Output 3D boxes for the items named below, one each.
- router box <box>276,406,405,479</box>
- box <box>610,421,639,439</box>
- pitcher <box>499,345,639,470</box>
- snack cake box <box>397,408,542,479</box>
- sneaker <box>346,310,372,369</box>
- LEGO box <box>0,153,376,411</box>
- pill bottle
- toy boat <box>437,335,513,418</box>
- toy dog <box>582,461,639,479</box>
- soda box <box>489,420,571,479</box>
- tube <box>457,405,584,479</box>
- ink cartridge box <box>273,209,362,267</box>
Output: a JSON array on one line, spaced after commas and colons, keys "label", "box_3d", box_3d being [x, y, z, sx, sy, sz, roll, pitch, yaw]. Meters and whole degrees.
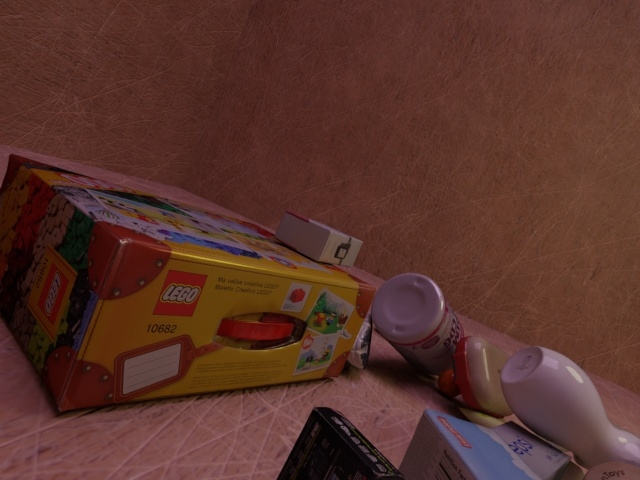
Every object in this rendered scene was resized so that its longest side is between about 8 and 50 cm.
[{"label": "router box", "box_3d": [0.005, 0.222, 0.384, 0.038, 0.122, 0.092, 26, 2, -38]}, {"label": "box", "box_3d": [0.704, 0.485, 0.891, 0.275, 0.094, 0.113, 25, 5, 29]}, {"label": "pitcher", "box_3d": [0.379, 0.278, 0.733, 0.207, 0.125, 0.178, 46, -28, -2]}, {"label": "snack cake box", "box_3d": [0.135, 0.266, 0.327, 0.089, 0.152, 0.264, 22, 5, -13]}, {"label": "sneaker", "box_3d": [0.058, 0.206, 0.985, 0.110, 0.107, 0.275, 6, -4, 11]}, {"label": "LEGO box", "box_3d": [-0.208, 0.065, 0.734, 0.372, 0.193, 0.500, 26, 6, 37]}, {"label": "pill bottle", "box_3d": [0.241, 0.207, 1.039, 0.160, 0.160, 0.283, 27, -15, 41]}, {"label": "toy boat", "box_3d": [0.332, 0.309, 0.986, 0.151, 0.151, 0.231, -21, -38, 34]}, {"label": "toy dog", "box_3d": [0.386, 0.353, 0.407, 0.220, 0.161, 0.334, 58, -34, -5]}, {"label": "soda box", "box_3d": [0.237, 0.318, 0.588, 0.098, 0.091, 0.286, 26, 6, 39]}, {"label": "tube", "box_3d": [0.354, 0.368, 0.814, 0.070, 0.062, 0.240, 67, -15, -13]}, {"label": "ink cartridge box", "box_3d": [0.000, 0.000, 0.874, 0.109, 0.063, 0.150, 25, 4, 28]}]
